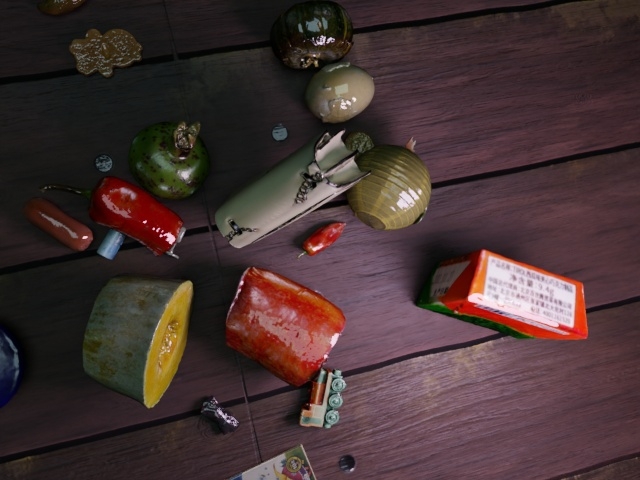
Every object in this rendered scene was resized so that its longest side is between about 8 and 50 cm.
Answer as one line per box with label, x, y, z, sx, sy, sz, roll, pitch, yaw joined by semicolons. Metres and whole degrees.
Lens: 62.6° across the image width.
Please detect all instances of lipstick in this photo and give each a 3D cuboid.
lipstick;-0.551;-0.027;1.443;0.048;0.048;0.158;30;84;-8

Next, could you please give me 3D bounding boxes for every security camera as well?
security camera;-0.405;0.000;1.467;0.058;0.058;0.092;21;80;-9

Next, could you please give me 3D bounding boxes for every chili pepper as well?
chili pepper;-0.001;-0.001;1.537;0.191;0.050;0.059;-35;93;-20
chili pepper;-0.109;0.235;1.452;0.305;0.229;0.251;28;88;2
chili pepper;-0.521;-0.093;1.346;0.338;0.131;0.134;34;73;-26

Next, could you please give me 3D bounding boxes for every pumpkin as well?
pumpkin;-0.020;-0.555;1.446;0.238;0.238;0.159;-5;96;-10
pumpkin;-0.463;0.237;1.335;0.199;0.332;0.332;13;88;4

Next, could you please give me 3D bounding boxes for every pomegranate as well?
pomegranate;-0.386;-0.219;1.376;0.211;0.263;0.211;11;69;-29

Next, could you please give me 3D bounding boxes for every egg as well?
egg;0.054;-0.416;1.490;0.201;0.164;0.164;-16;92;2

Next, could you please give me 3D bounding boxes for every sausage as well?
sausage;-0.701;-0.044;1.406;0.194;0.077;0.077;37;84;-9

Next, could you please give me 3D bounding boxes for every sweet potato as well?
sweet potato;-0.672;-0.655;1.423;0.182;0.054;0.053;-31;104;-11

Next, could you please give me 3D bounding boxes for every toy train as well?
toy train;0.006;0.454;1.526;0.118;0.074;0.176;10;90;-6

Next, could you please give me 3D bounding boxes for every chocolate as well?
chocolate;0.504;0.162;1.483;0.360;0.341;0.161;18;77;-8

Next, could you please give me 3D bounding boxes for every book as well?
book;-0.159;0.759;1.522;0.322;0.018;0.228;-23;93;-9

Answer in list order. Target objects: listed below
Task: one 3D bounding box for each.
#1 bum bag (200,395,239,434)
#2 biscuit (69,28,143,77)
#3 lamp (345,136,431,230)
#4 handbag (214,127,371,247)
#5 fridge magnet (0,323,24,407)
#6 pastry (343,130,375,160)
bum bag;-0.287;0.498;1.492;0.124;0.034;0.058;45;69;-7
biscuit;-0.591;-0.522;1.449;0.184;0.027;0.133;-32;94;-10
lamp;0.197;-0.170;1.475;0.250;0.250;0.284;30;76;-8
handbag;-0.080;-0.130;1.349;0.358;0.237;0.160;-28;99;33
fridge magnet;-0.899;0.324;1.349;0.265;0.112;0.265;0;91;-10
pastry;0.112;-0.274;1.553;0.109;0.057;0.097;-17;94;-8
